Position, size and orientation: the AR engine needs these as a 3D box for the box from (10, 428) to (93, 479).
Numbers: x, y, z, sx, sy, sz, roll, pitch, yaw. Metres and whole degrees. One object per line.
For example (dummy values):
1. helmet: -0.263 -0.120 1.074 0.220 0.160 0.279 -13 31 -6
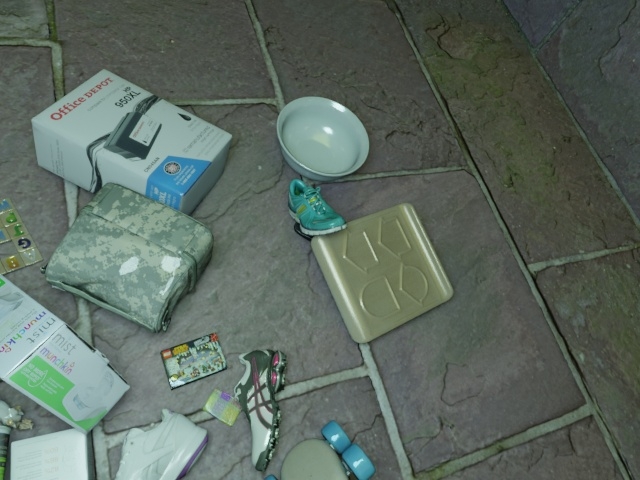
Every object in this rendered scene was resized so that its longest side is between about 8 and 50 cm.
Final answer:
1. box: -0.520 0.470 0.884 0.130 0.091 0.170 -5 65 -22

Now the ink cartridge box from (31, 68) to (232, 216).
1. ink cartridge box: -0.481 -0.241 1.197 0.395 0.166 0.285 27 47 -3

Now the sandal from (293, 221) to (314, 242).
1. sandal: 0.000 0.000 1.333 0.179 0.040 0.067 34 59 4

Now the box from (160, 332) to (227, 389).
1. box: -0.304 0.288 1.088 0.137 0.027 0.094 -16 69 -25

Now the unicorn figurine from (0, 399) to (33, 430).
1. unicorn figurine: -0.654 0.330 0.915 0.060 0.111 0.162 -34 93 -40

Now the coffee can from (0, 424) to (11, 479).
1. coffee can: -0.662 0.474 0.765 0.201 0.201 0.275 0 63 -19

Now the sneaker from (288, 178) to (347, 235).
1. sneaker: -0.024 -0.091 1.255 0.107 0.110 0.275 -18 31 -24

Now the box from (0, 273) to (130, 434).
1. box: -0.531 0.218 0.869 0.231 0.262 0.127 24 56 26

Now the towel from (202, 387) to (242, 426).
1. towel: -0.228 0.394 1.069 0.083 0.009 0.060 30 59 -1

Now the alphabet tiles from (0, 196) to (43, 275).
1. alphabet tiles: -0.815 0.013 1.052 0.237 0.009 0.198 -27 75 -36

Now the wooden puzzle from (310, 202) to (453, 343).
1. wooden puzzle: 0.175 0.086 1.306 0.348 0.080 0.322 -21 81 -23

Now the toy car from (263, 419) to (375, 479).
1. toy car: 0.029 0.577 0.992 0.219 0.210 0.238 -36 108 -17

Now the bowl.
1. bowl: -0.008 -0.295 1.426 0.298 0.134 0.298 8 62 -16

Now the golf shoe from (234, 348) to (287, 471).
1. golf shoe: -0.146 0.391 1.059 0.120 0.105 0.273 5 55 -3

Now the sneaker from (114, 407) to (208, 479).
1. sneaker: -0.373 0.482 0.916 0.152 0.114 0.305 36 43 6

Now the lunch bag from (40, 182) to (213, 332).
1. lunch bag: -0.440 0.048 1.057 0.305 0.212 0.256 27 58 -3
